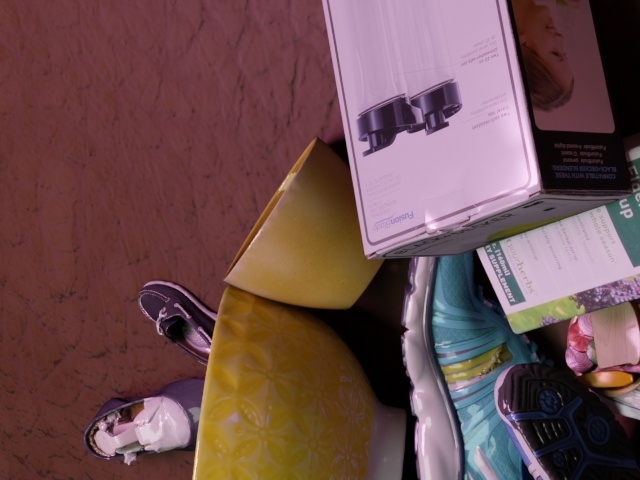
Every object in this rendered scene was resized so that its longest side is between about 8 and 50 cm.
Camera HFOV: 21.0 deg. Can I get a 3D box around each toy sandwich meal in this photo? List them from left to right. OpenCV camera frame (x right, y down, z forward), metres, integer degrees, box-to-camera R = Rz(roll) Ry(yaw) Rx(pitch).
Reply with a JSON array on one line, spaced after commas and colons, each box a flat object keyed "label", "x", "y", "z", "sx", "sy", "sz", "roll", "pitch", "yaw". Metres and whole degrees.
[{"label": "toy sandwich meal", "x": 0.204, "y": 0.072, "z": 1.221, "sx": 0.086, "sy": 0.029, "sz": 0.085, "roll": -4, "pitch": 84, "yaw": 45}]

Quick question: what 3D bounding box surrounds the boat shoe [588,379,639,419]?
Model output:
[{"label": "boat shoe", "x": 0.236, "y": 0.112, "z": 1.230, "sx": 0.100, "sy": 0.035, "sz": 0.035, "roll": 15, "pitch": 93, "yaw": 44}]

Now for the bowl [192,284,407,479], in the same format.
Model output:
[{"label": "bowl", "x": -0.013, "y": 0.184, "z": 1.388, "sx": 0.156, "sy": 0.289, "sz": 0.289, "roll": 5, "pitch": 121, "yaw": 2}]

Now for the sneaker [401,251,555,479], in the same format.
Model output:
[{"label": "sneaker", "x": 0.121, "y": 0.094, "z": 1.301, "sx": 0.110, "sy": 0.107, "sz": 0.275, "roll": -7, "pitch": 101, "yaw": 10}]

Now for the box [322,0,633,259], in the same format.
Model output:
[{"label": "box", "x": 0.088, "y": -0.145, "z": 1.123, "sx": 0.169, "sy": 0.087, "sz": 0.289, "roll": -23, "pitch": 72, "yaw": 48}]

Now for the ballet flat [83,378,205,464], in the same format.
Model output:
[{"label": "ballet flat", "x": -0.158, "y": 0.176, "z": 1.628, "sx": 0.203, "sy": 0.074, "sz": 0.074, "roll": -15, "pitch": 100, "yaw": 48}]

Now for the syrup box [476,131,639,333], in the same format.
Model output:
[{"label": "syrup box", "x": 0.216, "y": -0.020, "z": 1.128, "sx": 0.237, "sy": 0.096, "sz": 0.093, "roll": -22, "pitch": 95, "yaw": 49}]

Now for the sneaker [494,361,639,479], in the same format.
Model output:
[{"label": "sneaker", "x": 0.188, "y": 0.174, "z": 1.244, "sx": 0.211, "sy": 0.080, "sz": 0.081, "roll": 50, "pitch": 150, "yaw": -16}]

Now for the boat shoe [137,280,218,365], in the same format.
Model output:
[{"label": "boat shoe", "x": -0.126, "y": 0.077, "z": 1.565, "sx": 0.125, "sy": 0.038, "sz": 0.046, "roll": 32, "pitch": 131, "yaw": 29}]

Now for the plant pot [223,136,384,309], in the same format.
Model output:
[{"label": "plant pot", "x": 0.000, "y": 0.000, "z": 1.346, "sx": 0.095, "sy": 0.134, "sz": 0.134, "roll": 33, "pitch": 136, "yaw": -4}]
